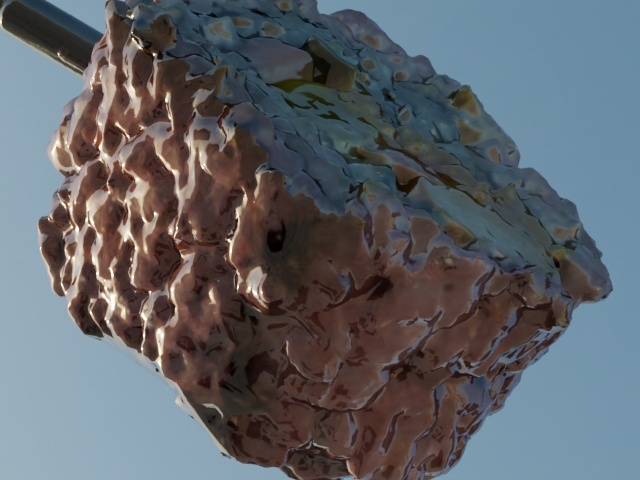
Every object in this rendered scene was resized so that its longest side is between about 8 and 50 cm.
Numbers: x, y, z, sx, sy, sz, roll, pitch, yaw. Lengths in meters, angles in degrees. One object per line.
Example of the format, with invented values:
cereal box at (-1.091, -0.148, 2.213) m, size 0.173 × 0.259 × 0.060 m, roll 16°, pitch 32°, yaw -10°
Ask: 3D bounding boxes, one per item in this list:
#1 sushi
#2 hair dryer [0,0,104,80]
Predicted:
sushi at (0.000, 0.000, 0.902) m, size 0.270 × 0.236 × 0.171 m, roll 45°, pitch -61°, yaw 34°
hair dryer at (-0.122, -0.120, 1.071) m, size 0.195 × 0.050 × 0.173 m, roll 43°, pitch -61°, yaw 12°
